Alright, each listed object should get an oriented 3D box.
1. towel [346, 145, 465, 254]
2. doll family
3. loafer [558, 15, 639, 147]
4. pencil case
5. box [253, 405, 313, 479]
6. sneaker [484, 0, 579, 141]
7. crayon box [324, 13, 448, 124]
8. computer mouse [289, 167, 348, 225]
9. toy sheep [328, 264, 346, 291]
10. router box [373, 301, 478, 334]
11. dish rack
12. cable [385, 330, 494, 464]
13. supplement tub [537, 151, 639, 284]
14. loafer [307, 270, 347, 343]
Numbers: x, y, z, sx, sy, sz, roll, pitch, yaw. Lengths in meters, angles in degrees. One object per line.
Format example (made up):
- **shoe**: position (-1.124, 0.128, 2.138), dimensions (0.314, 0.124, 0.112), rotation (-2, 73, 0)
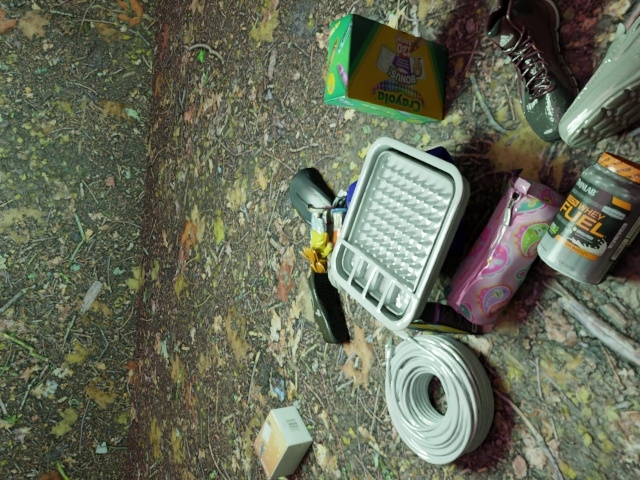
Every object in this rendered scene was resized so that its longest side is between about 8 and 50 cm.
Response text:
- **towel**: position (0.169, -0.059, 1.156), dimensions (0.308, 0.076, 0.228), rotation (-17, 78, 54)
- **doll family**: position (0.000, 0.000, 1.313), dimensions (0.263, 0.118, 0.163), rotation (-146, 53, -81)
- **loafer**: position (0.489, -0.281, 0.796), dimensions (0.319, 0.112, 0.111), rotation (-49, 45, 31)
- **pencil case**: position (0.337, 0.018, 0.969), dimensions (0.124, 0.124, 0.284), rotation (51, 128, 42)
- **box**: position (-0.116, 0.610, 1.582), dimensions (0.130, 0.091, 0.171), rotation (52, 128, 42)
- **sneaker**: position (0.355, -0.314, 0.926), dimensions (0.106, 0.162, 0.282), rotation (-24, 68, 51)
- **crayon box**: position (0.145, -0.355, 1.119), dimensions (0.081, 0.278, 0.165), rotation (8, 95, 55)
- **computer mouse**: position (-0.023, -0.119, 1.513), dimensions (0.272, 0.072, 0.189), rotation (52, 129, 41)
- **toy sheep**: position (0.062, 0.086, 1.377), dimensions (0.132, 0.091, 0.091), rotation (-131, 53, -61)
- **router box**: position (0.220, 0.162, 1.106), dimensions (0.179, 0.133, 0.046), rotation (-8, 67, 54)
- **dish rack**: position (0.158, -0.018, 1.049), dimensions (0.285, 0.072, 0.333), rotation (40, 118, 51)
- **cable**: position (0.242, 0.329, 1.109), dimensions (0.257, 0.089, 0.257), rotation (14, 100, 53)
- **supplement tub**: position (0.442, -0.035, 0.830), dimensions (0.117, 0.117, 0.190), rotation (47, 125, 44)
- **loafer**: position (0.004, 0.187, 1.449), dimensions (0.078, 0.080, 0.220), rotation (-39, 58, 45)
